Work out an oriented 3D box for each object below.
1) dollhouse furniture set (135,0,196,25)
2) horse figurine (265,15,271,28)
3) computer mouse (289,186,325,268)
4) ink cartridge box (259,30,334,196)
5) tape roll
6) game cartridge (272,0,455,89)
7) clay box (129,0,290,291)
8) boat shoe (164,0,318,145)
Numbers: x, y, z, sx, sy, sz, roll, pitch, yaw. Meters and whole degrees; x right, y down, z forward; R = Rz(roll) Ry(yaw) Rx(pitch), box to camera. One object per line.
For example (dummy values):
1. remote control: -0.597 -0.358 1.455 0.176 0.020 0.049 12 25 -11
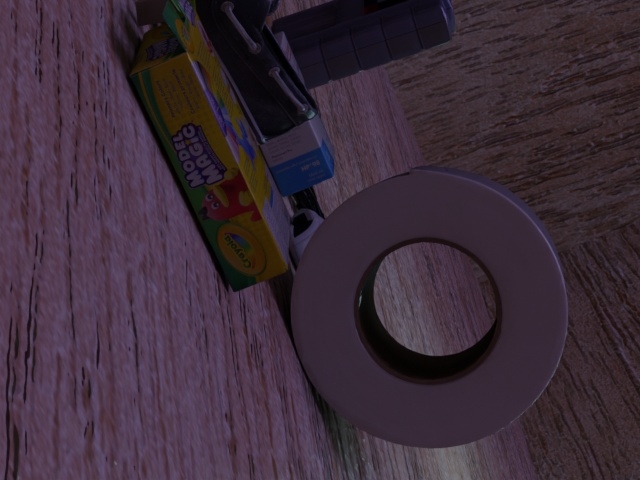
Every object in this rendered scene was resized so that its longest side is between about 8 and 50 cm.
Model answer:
1. dollhouse furniture set: -0.137 -0.191 1.495 0.076 0.058 0.152 -114 -164 -48
2. horse figurine: -0.087 -0.306 2.015 0.174 0.066 0.263 60 12 -16
3. computer mouse: 0.000 0.000 1.854 0.193 0.042 0.106 -84 152 -75
4. ink cartridge box: -0.046 -0.147 1.871 0.104 0.060 0.180 -87 154 -71
5. tape roll: 0.103 0.056 1.657 0.169 0.246 0.246 -25 94 -83
6. game cartridge: 0.049 -0.262 2.217 0.355 0.230 0.068 -85 152 -75
7. clay box: -0.089 -0.084 1.419 0.127 0.053 0.222 -90 156 -70
8. boat shoe: -0.086 -0.213 1.608 0.108 0.102 0.301 -100 167 -56
